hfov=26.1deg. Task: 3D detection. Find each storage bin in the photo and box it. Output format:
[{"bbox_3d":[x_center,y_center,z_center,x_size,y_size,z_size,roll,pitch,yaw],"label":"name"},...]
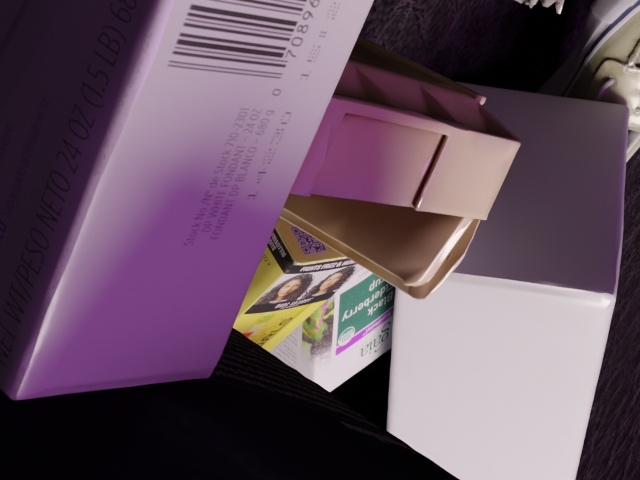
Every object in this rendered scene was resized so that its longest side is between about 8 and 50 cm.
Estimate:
[{"bbox_3d":[-0.073,-0.071,0.711,0.262,0.260,0.123,5,112,-55],"label":"storage bin"}]

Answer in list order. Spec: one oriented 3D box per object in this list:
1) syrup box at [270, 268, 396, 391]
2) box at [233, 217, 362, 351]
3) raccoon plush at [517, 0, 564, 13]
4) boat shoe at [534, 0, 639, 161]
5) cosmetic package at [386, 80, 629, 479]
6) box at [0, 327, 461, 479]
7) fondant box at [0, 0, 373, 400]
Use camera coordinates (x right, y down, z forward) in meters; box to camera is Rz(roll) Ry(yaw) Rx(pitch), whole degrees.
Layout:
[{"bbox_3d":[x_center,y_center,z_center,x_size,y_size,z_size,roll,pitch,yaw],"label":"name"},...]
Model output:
[{"bbox_3d":[0.000,0.000,1.033,0.093,0.096,0.237,-32,142,-32],"label":"syrup box"},{"bbox_3d":[-0.065,0.051,0.939,0.087,0.058,0.232,-8,153,-47],"label":"box"},{"bbox_3d":[0.222,-0.290,0.859,0.446,0.216,0.299,3,114,-39],"label":"raccoon plush"},{"bbox_3d":[0.264,-0.136,1.150,0.109,0.094,0.302,-12,156,-24],"label":"boat shoe"},{"bbox_3d":[0.151,0.115,1.199,0.453,0.161,0.230,90,12,-45],"label":"cosmetic package"},{"bbox_3d":[-0.179,0.246,0.637,0.480,0.471,0.297,-60,149,1],"label":"box"},{"bbox_3d":[-0.130,-0.133,0.499,0.096,0.330,0.238,-1,121,-50],"label":"fondant box"}]
